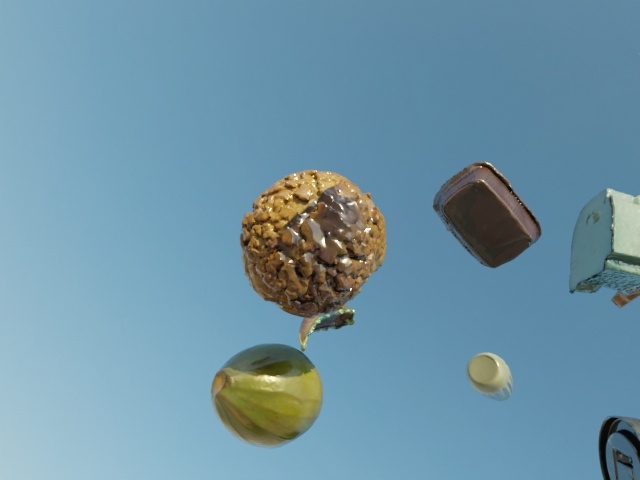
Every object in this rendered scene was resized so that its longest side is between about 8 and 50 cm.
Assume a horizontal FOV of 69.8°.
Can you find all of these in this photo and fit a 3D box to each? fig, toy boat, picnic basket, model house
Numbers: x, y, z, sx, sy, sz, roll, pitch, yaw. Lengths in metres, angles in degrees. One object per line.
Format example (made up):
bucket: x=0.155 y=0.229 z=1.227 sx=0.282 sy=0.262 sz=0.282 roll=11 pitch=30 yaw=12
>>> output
fig: x=-0.129 y=0.345 z=1.046 sx=0.239 sy=0.271 sz=0.239 roll=-17 pitch=-123 yaw=28
toy boat: x=0.005 y=0.254 z=1.404 sx=0.108 sy=0.293 sz=0.099 roll=-47 pitch=-109 yaw=29
picnic basket: x=0.459 y=-0.058 z=1.290 sx=0.222 sy=0.129 sz=0.297 roll=-40 pitch=-91 yaw=26
model house: x=0.462 y=0.016 z=0.666 sx=0.149 sy=0.148 sz=0.119 roll=16 pitch=-24 yaw=8

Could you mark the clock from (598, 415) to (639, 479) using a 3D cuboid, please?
clock: x=0.830 y=0.610 z=1.214 sx=0.055 sy=0.280 sz=0.280 roll=-2 pitch=-70 yaw=6

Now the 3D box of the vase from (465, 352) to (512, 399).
vase: x=0.544 y=0.442 z=1.445 sx=0.128 sy=0.128 sz=0.248 roll=-1 pitch=-31 yaw=35

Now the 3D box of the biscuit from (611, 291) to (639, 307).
biscuit: x=0.751 y=0.043 z=0.965 sx=0.295 sy=0.186 sz=0.044 roll=-45 pitch=-116 yaw=24

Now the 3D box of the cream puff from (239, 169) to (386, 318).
cream puff: x=0.000 y=0.000 z=0.983 sx=0.231 sy=0.343 sz=0.327 roll=127 pitch=-41 yaw=-64
